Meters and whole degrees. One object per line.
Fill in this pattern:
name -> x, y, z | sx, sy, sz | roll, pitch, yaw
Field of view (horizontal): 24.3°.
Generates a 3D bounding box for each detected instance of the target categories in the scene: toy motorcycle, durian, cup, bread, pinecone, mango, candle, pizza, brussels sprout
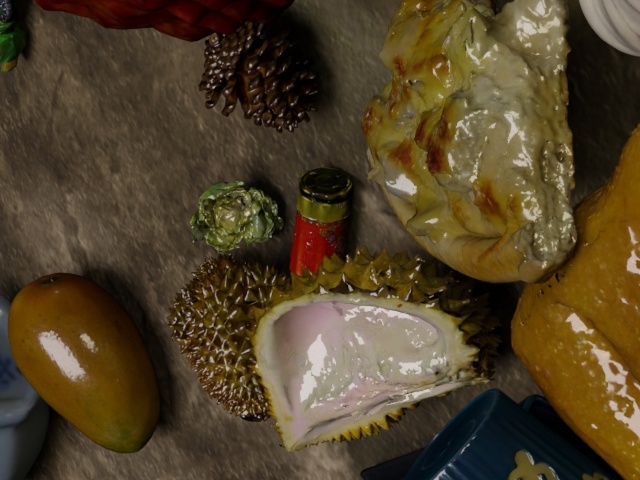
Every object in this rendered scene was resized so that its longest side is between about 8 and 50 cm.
toy motorcycle -> -0.381, -0.230, 1.637 | 0.190, 0.074, 0.106 | -6, 114, 49
durian -> -0.072, 0.089, 1.410 | 0.158, 0.137, 0.168 | 59, -168, -86
durian -> 0.046, 0.072, 1.261 | 0.183, 0.138, 0.250 | 49, 137, -12
cup -> 0.158, 0.186, 1.099 | 0.155, 0.176, 0.131 | 41, 135, -4
bread -> 0.299, 0.076, 0.986 | 0.328, 0.148, 0.337 | 49, 140, 17
pinecone -> -0.053, -0.142, 1.294 | 0.109, 0.102, 0.102 | 46, 138, 9
mango -> -0.257, 0.135, 1.653 | 0.221, 0.120, 0.151 | 50, 142, 6
candle -> 0.000, 0.000, 1.350 | 0.052, 0.052, 0.130 | 31, 131, 34
pizza -> 0.098, -0.090, 1.087 | 0.323, 0.089, 0.223 | -138, 51, -66
brussels sprout -> -0.076, -0.025, 1.416 | 0.085, 0.058, 0.085 | 12, 126, 18

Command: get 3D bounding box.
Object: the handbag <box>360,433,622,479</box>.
handbag -> 0.155, 0.325, 1.304 | 0.329, 0.122, 0.303 | -28, 89, 52

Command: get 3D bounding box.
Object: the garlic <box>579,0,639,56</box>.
garlic -> 0.280, -0.188, 0.896 | 0.226, 0.199, 0.199 | 17, 130, 0

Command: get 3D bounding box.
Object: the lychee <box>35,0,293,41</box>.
lychee -> -0.083, -0.329, 1.000 | 0.500, 0.424, 0.424 | 34, 139, -8

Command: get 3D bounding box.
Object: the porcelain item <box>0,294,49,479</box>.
porcelain item -> -0.474, 0.238, 1.898 | 0.242, 0.178, 0.405 | 54, 137, 13
